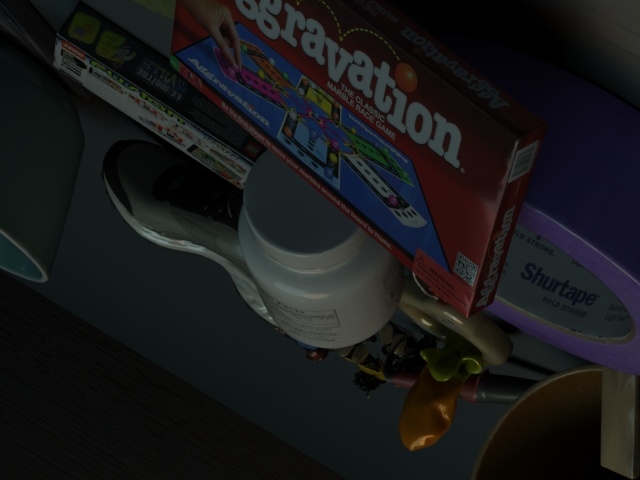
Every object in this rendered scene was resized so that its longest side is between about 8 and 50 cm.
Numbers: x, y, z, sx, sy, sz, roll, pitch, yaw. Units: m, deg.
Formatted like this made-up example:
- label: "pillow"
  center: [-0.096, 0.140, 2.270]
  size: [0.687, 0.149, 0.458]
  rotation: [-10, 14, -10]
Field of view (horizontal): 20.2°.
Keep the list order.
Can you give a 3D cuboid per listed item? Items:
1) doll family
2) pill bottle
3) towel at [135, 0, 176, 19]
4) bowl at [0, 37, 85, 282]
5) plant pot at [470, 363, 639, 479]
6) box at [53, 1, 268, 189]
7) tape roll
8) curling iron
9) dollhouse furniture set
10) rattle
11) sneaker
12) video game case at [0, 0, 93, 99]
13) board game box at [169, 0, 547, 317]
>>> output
- label: "doll family"
  center: [0.034, 0.118, 2.002]
  size: [0.193, 0.076, 0.111]
  rotation: [31, 172, 28]
- label: "pill bottle"
  center: [0.000, 0.000, 1.495]
  size: [0.131, 0.131, 0.229]
  rotation: [29, 167, 14]
- label: "towel"
  center: [-0.108, -0.191, 1.278]
  size: [0.148, 0.027, 0.110]
  rotation: [24, 164, 36]
- label: "bowl"
  center: [-0.355, -0.111, 1.743]
  size: [0.311, 0.163, 0.311]
  rotation: [30, 167, 7]
- label: "plant pot"
  center: [0.298, 0.258, 1.606]
  size: [0.237, 0.237, 0.254]
  rotation: [20, 175, 43]
- label: "box"
  center: [-0.138, -0.124, 1.575]
  size: [0.207, 0.036, 0.114]
  rotation: [33, 167, -4]
- label: "tape roll"
  center: [0.145, -0.019, 1.182]
  size: [0.275, 0.090, 0.275]
  rotation: [30, 168, 7]
- label: "curling iron"
  center: [0.163, 0.135, 1.793]
  size: [0.274, 0.068, 0.035]
  rotation: [8, 152, 50]
- label: "dollhouse furniture set"
  center: [0.285, 0.100, 1.345]
  size: [0.144, 0.151, 0.123]
  rotation: [20, 120, 45]
- label: "rattle"
  center: [0.091, 0.095, 1.638]
  size: [0.130, 0.143, 0.200]
  rotation: [48, 178, 16]
- label: "sneaker"
  center: [-0.093, -0.026, 1.747]
  size: [0.271, 0.100, 0.108]
  rotation: [33, 143, 13]
- label: "video game case"
  center: [-0.358, -0.234, 1.717]
  size: [0.274, 0.026, 0.196]
  rotation: [26, 166, 31]
- label: "board game box"
  center: [0.011, -0.090, 1.082]
  size: [0.281, 0.027, 0.145]
  rotation: [41, 140, 28]
